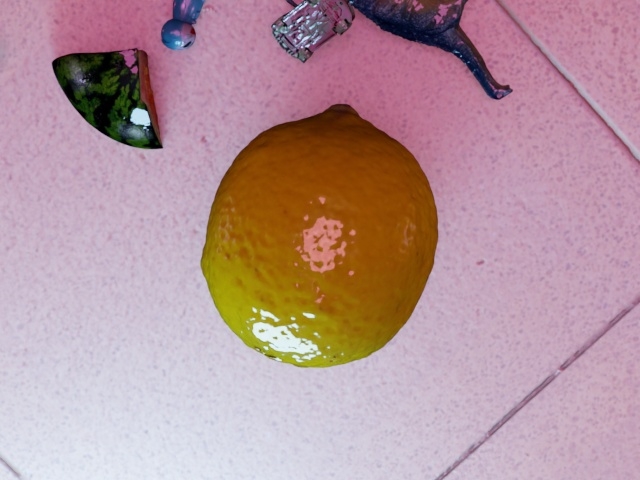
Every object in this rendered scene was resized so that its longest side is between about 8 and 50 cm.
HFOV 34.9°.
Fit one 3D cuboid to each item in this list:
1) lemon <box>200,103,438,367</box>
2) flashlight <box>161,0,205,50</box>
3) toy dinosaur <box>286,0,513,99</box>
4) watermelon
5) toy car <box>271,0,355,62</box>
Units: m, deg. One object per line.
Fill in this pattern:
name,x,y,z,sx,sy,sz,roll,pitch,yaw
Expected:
lemon,-0.001,0.002,1.348,0.335,0.336,0.336,0,98,-1
flashlight,-0.189,-0.330,1.426,0.051,0.051,0.129,15,94,-4
toy dinosaur,0.130,-0.330,1.420,0.362,0.076,0.147,23,101,-7
watermelon,-0.283,-0.191,1.415,0.137,0.193,0.146,-16,104,-44
toy car,-0.008,-0.303,1.403,0.069,0.055,0.142,47,138,-16
